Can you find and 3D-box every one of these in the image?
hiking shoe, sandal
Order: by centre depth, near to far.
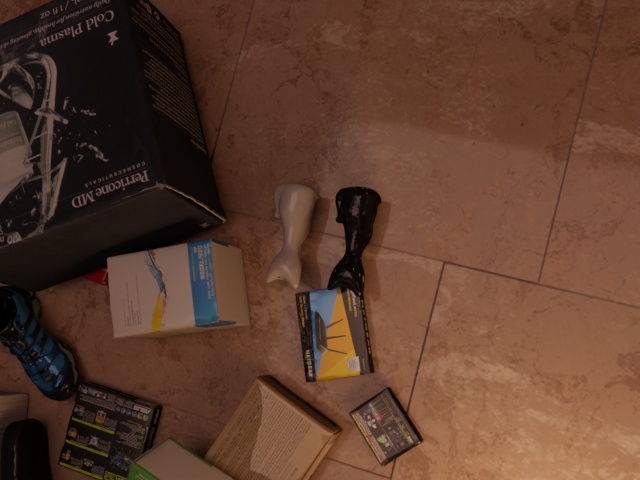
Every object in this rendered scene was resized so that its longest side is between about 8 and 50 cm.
[{"bbox_3d":[-0.582,0.594,1.639,0.107,0.167,0.445,-9,80,9],"label":"sandal"},{"bbox_3d":[-0.641,0.224,1.715,0.113,0.132,0.304,-43,71,8],"label":"hiking shoe"}]

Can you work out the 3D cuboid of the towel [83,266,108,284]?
[{"bbox_3d":[-0.509,-0.055,1.771,0.199,0.031,0.274,18,86,20],"label":"towel"}]

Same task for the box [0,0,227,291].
[{"bbox_3d":[-0.505,-0.202,1.629,0.480,0.297,0.471,-20,74,12],"label":"box"}]

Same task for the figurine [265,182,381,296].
[{"bbox_3d":[0.000,0.000,1.563,0.215,0.092,0.209,5,75,18],"label":"figurine"}]

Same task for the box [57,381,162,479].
[{"bbox_3d":[-0.448,0.415,1.684,0.191,0.045,0.184,13,89,18],"label":"box"}]

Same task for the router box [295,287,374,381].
[{"bbox_3d":[0.028,0.183,1.570,0.133,0.046,0.178,-11,80,15],"label":"router box"}]

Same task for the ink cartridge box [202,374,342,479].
[{"bbox_3d":[-0.101,0.414,1.557,0.193,0.088,0.234,34,93,16],"label":"ink cartridge box"}]

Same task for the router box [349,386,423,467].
[{"bbox_3d":[0.126,0.358,1.522,0.092,0.038,0.122,-35,74,9],"label":"router box"}]

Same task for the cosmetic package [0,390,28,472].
[{"bbox_3d":[-0.778,0.520,1.713,0.217,0.156,0.384,2,84,17],"label":"cosmetic package"}]

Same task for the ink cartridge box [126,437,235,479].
[{"bbox_3d":[-0.281,0.564,1.525,0.211,0.121,0.289,28,114,19],"label":"ink cartridge box"}]

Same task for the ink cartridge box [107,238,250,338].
[{"bbox_3d":[-0.287,0.104,1.609,0.233,0.171,0.168,-10,80,15],"label":"ink cartridge box"}]
